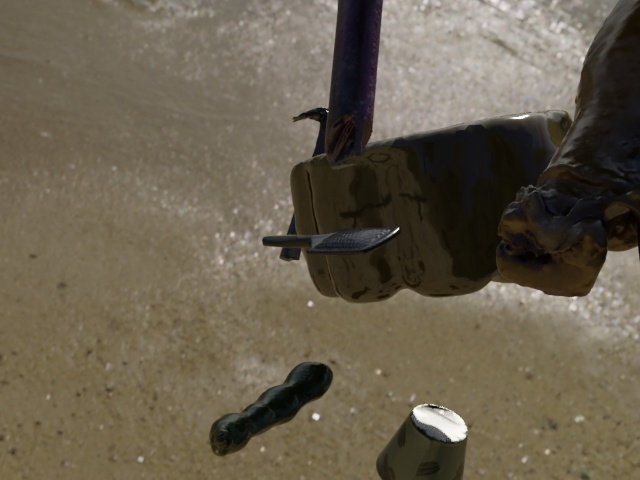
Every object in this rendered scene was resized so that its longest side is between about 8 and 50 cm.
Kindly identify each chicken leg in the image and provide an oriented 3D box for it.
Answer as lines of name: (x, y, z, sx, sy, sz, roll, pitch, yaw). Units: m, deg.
chicken leg: (0.135, -0.039, 0.398, 0.085, 0.101, 0.207, -2, 33, 46)

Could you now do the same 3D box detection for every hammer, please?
hammer: (-0.015, -0.093, 1.745, 0.125, 0.027, 0.297, 20, 63, -10)

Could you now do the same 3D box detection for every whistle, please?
whistle: (0.025, -0.135, 0.712, 0.033, 0.176, 0.033, 6, -9, 1)

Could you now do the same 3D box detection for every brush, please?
brush: (0.000, 0.000, 1.120, 0.063, 0.016, 0.193, -28, 17, -39)

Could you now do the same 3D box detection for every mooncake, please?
mooncake: (0.153, -0.037, 1.352, 0.378, 0.378, 0.200, -11, 91, -43)

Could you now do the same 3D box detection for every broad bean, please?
broad bean: (-0.059, 0.198, 1.250, 0.052, 0.052, 0.256, 46, 31, 13)

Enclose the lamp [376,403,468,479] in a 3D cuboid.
lamp: (0.128, 0.327, 1.416, 0.121, 0.214, 0.121, 11, 26, -6)
